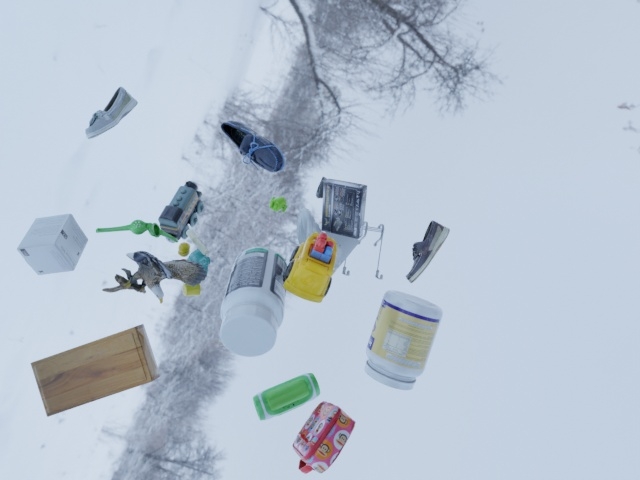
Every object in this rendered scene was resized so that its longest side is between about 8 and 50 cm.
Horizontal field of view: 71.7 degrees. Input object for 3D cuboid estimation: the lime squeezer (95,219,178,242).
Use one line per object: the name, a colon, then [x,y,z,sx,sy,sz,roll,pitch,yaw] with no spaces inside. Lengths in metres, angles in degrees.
lime squeezer: [-0.653,-0.029,1.650,0.110,0.310,0.059,-44,-125,32]

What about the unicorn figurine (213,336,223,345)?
unicorn figurine: [-0.426,0.443,2.108,0.060,0.161,0.111,41,-51,40]

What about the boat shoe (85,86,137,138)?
boat shoe: [-0.936,-0.560,1.951,0.118,0.103,0.321,-10,-140,36]

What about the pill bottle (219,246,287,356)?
pill bottle: [-0.217,0.194,1.472,0.361,0.204,0.204,-90,-155,-59]

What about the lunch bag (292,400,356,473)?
lunch bag: [0.000,0.748,1.666,0.258,0.120,0.293,-52,-178,-20]

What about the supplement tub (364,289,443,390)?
supplement tub: [0.319,0.385,1.737,0.241,0.240,0.332,-144,-108,-80]

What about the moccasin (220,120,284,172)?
moccasin: [-0.296,-0.385,1.847,0.116,0.342,0.138,-10,131,-54]

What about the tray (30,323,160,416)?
tray: [-0.807,0.464,1.587,0.076,0.410,0.203,10,60,-84]

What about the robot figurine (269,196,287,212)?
robot figurine: [-0.224,-0.196,2.359,0.115,0.101,0.067,-36,154,-55]

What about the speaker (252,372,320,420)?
speaker: [-0.155,0.718,2.044,0.131,0.296,0.131,163,-90,-72]

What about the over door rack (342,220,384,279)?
over door rack: [0.236,0.053,2.522,0.108,0.239,0.325,166,-70,-66]

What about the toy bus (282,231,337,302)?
toy bus: [-0.013,0.051,1.416,0.220,0.149,0.212,-75,-171,-54]

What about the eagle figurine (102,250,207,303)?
eagle figurine: [-0.603,0.121,1.642,0.298,0.225,0.226,-27,-158,21]

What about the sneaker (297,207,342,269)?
sneaker: [0.000,0.000,1.910,0.108,0.169,0.293,-44,-131,50]

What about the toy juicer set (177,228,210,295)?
toy juicer set: [-0.527,0.072,1.876,0.209,0.089,0.329,59,-44,28]

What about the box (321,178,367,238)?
box: [0.099,-0.136,1.899,0.056,0.183,0.231,-36,133,-56]

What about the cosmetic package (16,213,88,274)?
cosmetic package: [-1.044,0.015,1.737,0.184,0.151,0.151,-96,177,-46]

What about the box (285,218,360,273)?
box: [-0.008,0.071,2.154,0.345,0.168,0.215,-50,-163,-7]

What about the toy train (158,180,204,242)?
toy train: [-0.704,-0.151,2.258,0.190,0.142,0.334,95,11,-54]

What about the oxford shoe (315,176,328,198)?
oxford shoe: [0.034,-0.268,2.298,0.227,0.096,0.083,-68,-177,-61]

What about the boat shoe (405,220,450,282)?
boat shoe: [0.401,0.040,1.727,0.285,0.092,0.103,-52,172,-20]
